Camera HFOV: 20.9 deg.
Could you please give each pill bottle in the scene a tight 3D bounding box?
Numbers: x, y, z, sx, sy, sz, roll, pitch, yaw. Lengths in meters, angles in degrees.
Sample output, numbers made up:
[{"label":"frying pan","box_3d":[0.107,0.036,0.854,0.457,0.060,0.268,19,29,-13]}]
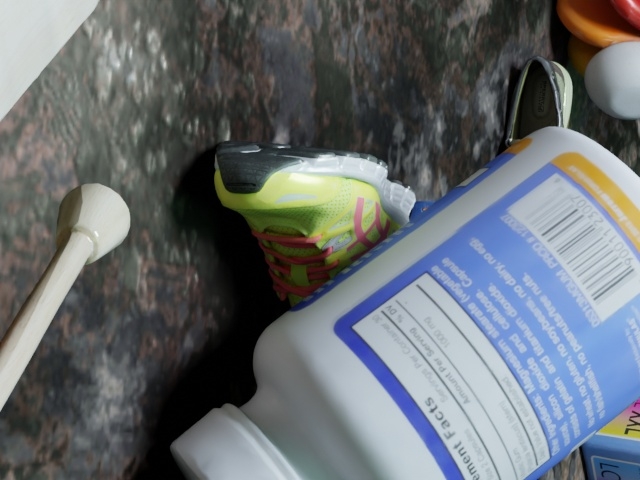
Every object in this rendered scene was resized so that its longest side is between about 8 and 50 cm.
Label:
[{"label":"pill bottle","box_3d":[0.061,0.073,0.922,0.272,0.152,0.152,-36,138,-12]}]

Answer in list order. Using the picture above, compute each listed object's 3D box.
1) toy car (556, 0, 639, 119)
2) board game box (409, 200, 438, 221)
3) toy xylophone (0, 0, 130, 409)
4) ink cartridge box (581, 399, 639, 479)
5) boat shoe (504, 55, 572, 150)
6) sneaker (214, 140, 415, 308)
[{"label":"toy car","box_3d":[0.282,-0.199,1.424,0.136,0.182,0.159,60,24,-43]},{"label":"board game box","box_3d":[0.071,0.064,1.117,0.201,0.035,0.136,-68,157,-72]},{"label":"toy xylophone","box_3d":[-0.141,-0.066,0.556,0.322,0.081,0.236,-61,145,-69]},{"label":"ink cartridge box","box_3d":[0.471,0.257,1.654,0.151,0.396,0.270,-61,146,-40]},{"label":"boat shoe","box_3d":[0.165,-0.069,1.347,0.049,0.056,0.152,22,66,-59]},{"label":"sneaker","box_3d":[0.000,0.000,0.971,0.208,0.082,0.094,22,77,-64]}]
